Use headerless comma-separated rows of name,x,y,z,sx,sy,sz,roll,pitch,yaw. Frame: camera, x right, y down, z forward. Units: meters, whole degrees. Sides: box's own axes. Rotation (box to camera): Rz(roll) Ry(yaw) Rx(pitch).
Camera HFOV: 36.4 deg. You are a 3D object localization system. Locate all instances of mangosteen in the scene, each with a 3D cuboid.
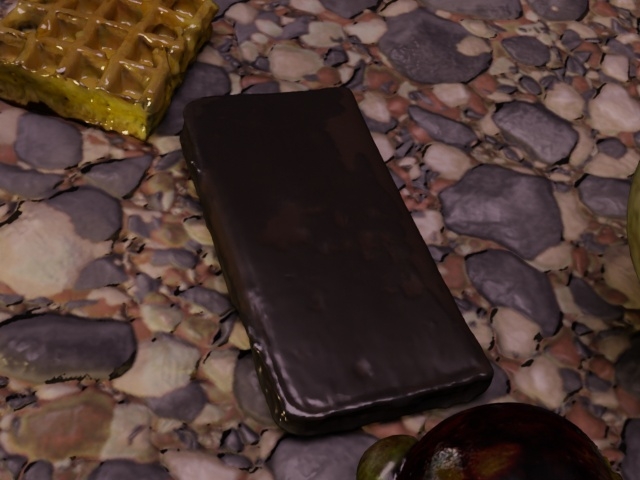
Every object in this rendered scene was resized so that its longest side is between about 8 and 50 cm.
mangosteen,0.089,0.177,0.542,0.184,0.172,0.172,-9,53,-9

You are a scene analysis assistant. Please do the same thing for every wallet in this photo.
wallet,0.000,0.000,0.743,0.165,0.042,0.309,-11,55,-18

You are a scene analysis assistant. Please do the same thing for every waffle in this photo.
waffle,-0.180,-0.191,0.866,0.160,0.055,0.211,18,50,8

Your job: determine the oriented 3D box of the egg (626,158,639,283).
egg,0.417,-0.013,0.614,0.428,0.345,0.345,1,51,0
